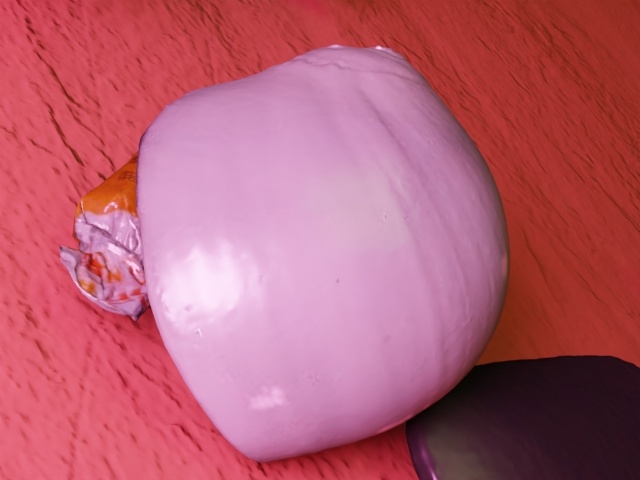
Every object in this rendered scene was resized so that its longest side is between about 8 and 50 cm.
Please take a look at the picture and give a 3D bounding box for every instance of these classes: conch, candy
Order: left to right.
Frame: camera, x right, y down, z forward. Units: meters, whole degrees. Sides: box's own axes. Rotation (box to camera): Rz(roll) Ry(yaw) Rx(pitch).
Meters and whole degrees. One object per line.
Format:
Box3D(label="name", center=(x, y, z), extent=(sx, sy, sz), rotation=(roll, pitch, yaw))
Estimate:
Box3D(label="candy", center=(-0.076, -0.014, 0.793), extent=(0.053, 0.046, 0.182), rotation=(44, 31, -5))
Box3D(label="conch", center=(0.003, -0.004, 0.777), extent=(0.185, 0.121, 0.221), rotation=(35, 36, -8))

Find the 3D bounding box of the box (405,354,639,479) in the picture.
Box3D(label="box", center=(0.135, 0.147, 0.824), extent=(0.201, 0.042, 0.212), rotation=(-1, 54, -42))
